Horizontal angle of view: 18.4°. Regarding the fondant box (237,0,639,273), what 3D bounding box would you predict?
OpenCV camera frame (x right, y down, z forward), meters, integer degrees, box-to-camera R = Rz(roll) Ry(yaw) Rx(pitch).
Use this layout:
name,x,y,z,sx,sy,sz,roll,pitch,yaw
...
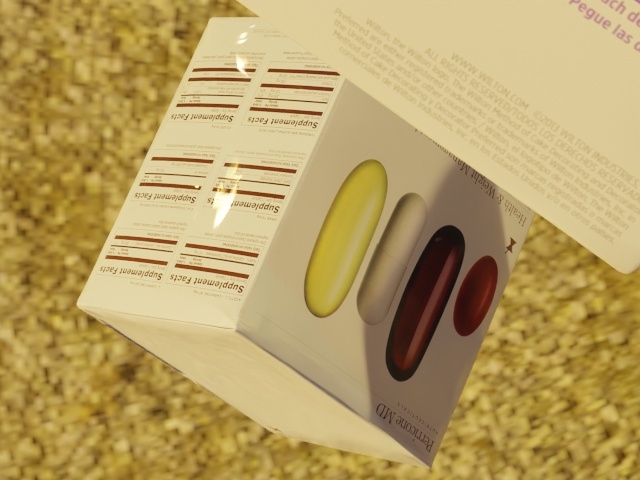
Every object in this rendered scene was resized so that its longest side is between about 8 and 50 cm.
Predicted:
name,x,y,z,sx,sy,sz,roll,pitch,yaw
fondant box,0.064,-0.162,0.454,0.238,0.096,0.330,36,147,1

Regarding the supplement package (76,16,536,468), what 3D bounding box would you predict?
name,x,y,z,sx,sy,sz,roll,pitch,yaw
supplement package,0.000,0.000,1.201,0.149,0.194,0.203,7,67,46
